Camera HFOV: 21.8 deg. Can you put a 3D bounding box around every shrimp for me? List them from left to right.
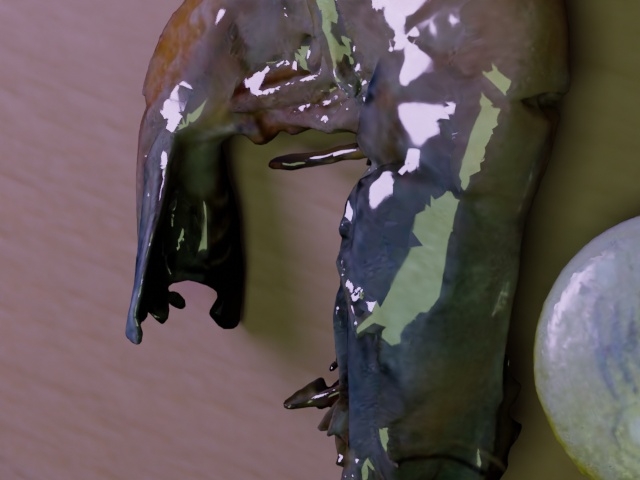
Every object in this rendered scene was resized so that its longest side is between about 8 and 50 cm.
[{"bbox_3d":[-0.005,0.001,0.617,0.178,0.075,0.289,16,112,31],"label":"shrimp"}]

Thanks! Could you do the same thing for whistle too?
[{"bbox_3d":[0.168,0.031,0.551,0.198,0.057,0.104,-14,82,21],"label":"whistle"}]
